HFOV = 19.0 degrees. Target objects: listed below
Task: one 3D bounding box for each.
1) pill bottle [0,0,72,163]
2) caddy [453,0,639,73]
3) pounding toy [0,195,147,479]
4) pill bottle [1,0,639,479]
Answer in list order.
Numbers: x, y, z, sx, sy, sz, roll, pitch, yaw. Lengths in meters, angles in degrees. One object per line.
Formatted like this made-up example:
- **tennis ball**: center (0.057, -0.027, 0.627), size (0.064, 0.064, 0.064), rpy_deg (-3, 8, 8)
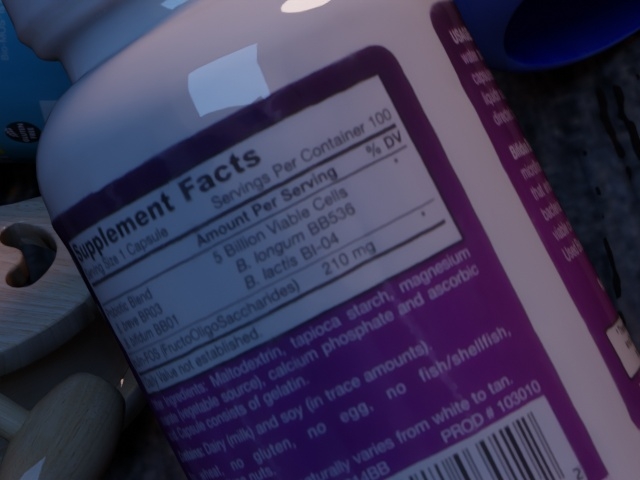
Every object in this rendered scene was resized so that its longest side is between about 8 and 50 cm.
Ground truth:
- **pill bottle**: center (-0.173, -0.106, 0.856), size (0.264, 0.146, 0.146), rpy_deg (0, 67, 7)
- **caddy**: center (0.141, -0.226, 0.782), size (0.341, 0.241, 0.179), rpy_deg (-45, 58, -5)
- **pounding toy**: center (-0.166, 0.016, 0.798), size (0.269, 0.155, 0.154), rpy_deg (19, 50, 32)
- **pill bottle**: center (0.000, 0.000, 0.703), size (0.169, 0.169, 0.301), rpy_deg (-27, 90, 4)
